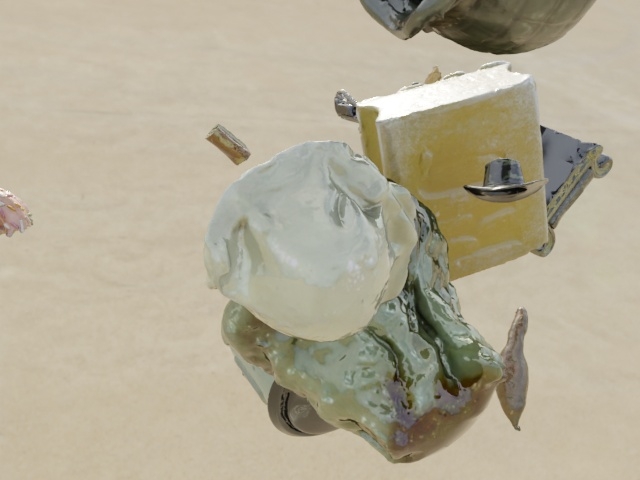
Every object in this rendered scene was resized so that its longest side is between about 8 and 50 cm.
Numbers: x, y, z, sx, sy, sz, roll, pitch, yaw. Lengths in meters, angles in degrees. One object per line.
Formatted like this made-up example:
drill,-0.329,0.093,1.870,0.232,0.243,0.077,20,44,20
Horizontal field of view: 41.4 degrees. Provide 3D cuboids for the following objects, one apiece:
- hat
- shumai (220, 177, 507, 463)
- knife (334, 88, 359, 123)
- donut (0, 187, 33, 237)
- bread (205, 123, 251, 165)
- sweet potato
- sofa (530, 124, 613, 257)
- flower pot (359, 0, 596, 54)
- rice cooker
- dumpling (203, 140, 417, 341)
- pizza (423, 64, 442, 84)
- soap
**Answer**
hat,0.253,-0.085,1.158,0.121,0.050,0.121,-3,-7,0
shumai,0.088,0.130,1.154,0.323,0.324,0.397,49,17,29
knife,0.134,-0.383,2.521,0.043,0.089,0.365,-12,24,-28
donut,-0.614,-0.047,1.532,0.166,0.117,0.065,-23,5,-18
bread,-0.170,-0.176,1.562,0.083,0.047,0.036,41,58,-15
sweet potato,0.400,0.259,1.769,0.075,0.075,0.269,10,67,1
sofa,0.470,-0.107,1.775,0.200,0.258,0.182,33,-4,44
flower pot,0.176,-0.349,0.926,0.213,0.302,0.302,2,28,-21
rice cooker,-0.013,0.203,1.535,0.264,0.316,0.316,-38,40,-6
dumpling,0.000,0.000,0.816,0.258,0.193,0.147,7,15,-39
pizza,0.262,-0.306,1.936,0.041,0.178,0.131,31,19,36
soap,0.232,-0.109,1.462,0.293,0.335,0.156,-15,27,-8
